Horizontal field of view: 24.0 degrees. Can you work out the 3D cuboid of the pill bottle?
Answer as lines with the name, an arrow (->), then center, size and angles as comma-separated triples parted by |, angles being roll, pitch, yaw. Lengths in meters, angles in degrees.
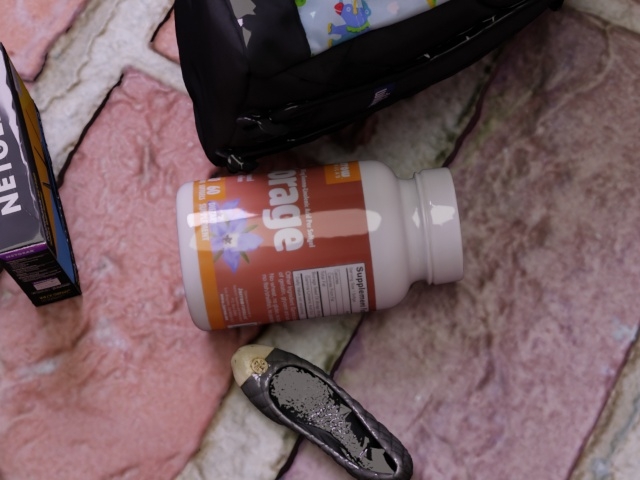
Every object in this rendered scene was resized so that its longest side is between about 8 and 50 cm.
pill bottle -> 0.000, 0.000, 1.190 | 0.216, 0.121, 0.121 | -8, 70, 0

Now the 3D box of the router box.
router box -> -0.244, -0.050, 1.213 | 0.046, 0.133, 0.179 | -16, 71, -2

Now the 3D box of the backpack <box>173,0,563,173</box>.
backpack -> 0.061, -0.225, 1.187 | 0.355, 0.290, 0.273 | -14, 81, -10

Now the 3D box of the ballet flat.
ballet flat -> 0.003, 0.133, 1.180 | 0.173, 0.049, 0.057 | 34, 75, 14
